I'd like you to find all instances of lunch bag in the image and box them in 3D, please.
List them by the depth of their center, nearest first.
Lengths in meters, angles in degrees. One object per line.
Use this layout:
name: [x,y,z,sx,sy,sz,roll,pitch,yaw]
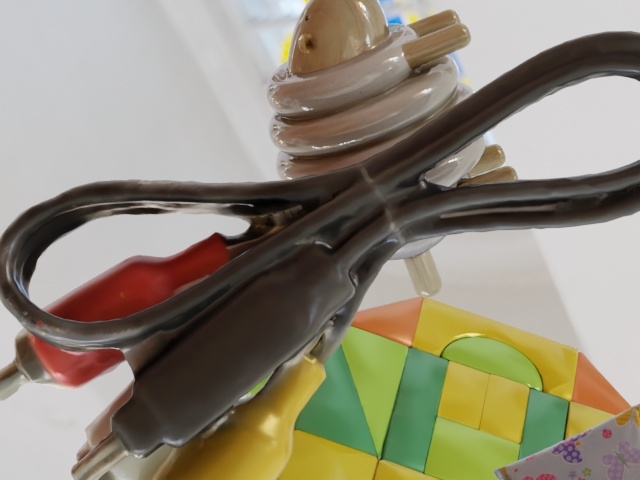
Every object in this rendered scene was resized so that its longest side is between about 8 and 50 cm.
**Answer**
lunch bag: [0.120,0.112,0.795,0.071,0.083,0.053,-25,-126,10]

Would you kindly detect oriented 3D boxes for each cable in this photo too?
cable: [0.000,0.000,0.717,0.287,0.139,0.072,-37,175,-3]

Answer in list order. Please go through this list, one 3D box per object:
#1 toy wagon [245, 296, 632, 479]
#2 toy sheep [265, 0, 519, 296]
toy wagon: [0.072,0.166,1.061,0.267,0.068,0.344,18,-143,0]
toy sheep: [0.025,-0.038,0.761,0.091,0.132,0.091,-19,-165,5]
